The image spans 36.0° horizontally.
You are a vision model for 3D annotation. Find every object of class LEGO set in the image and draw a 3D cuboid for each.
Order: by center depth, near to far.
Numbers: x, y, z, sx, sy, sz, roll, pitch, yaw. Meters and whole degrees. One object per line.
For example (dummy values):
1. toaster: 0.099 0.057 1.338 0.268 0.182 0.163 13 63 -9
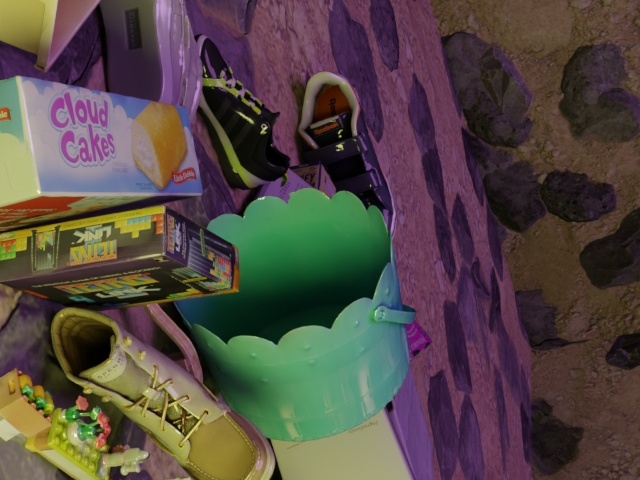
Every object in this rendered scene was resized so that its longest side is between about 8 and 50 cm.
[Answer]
1. LEGO set: -0.179 0.224 0.873 0.132 0.107 0.287 -52 129 -65

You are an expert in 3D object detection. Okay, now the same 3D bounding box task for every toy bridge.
1. toy bridge: -0.161 0.130 1.043 0.026 0.063 0.188 -52 130 -65

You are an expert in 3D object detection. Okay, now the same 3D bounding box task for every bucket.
1. bucket: -0.025 0.086 1.163 0.281 0.281 0.183 -76 155 -51

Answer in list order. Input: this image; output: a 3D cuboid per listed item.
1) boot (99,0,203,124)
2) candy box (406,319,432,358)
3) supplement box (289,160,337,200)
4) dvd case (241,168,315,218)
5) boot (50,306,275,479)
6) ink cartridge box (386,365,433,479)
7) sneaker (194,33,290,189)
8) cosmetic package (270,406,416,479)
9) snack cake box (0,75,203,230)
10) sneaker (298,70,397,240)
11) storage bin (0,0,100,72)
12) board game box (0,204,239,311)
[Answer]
1. boot: -0.192 -0.253 1.136 0.123 0.095 0.259 16 73 -76
2. candy box: 0.061 0.100 1.524 0.233 0.071 0.159 50 17 9
3. supplement box: -0.014 -0.067 1.578 0.083 0.056 0.083 57 29 -49
4. dvd case: 0.000 0.000 1.441 0.238 0.029 0.179 38 31 -11
5. boot: -0.148 0.148 0.906 0.077 0.213 0.165 -50 142 -9
6. ink cartridge box: 0.130 0.307 1.725 0.324 0.071 0.330 -70 144 -71
7. sneaker: -0.101 -0.175 1.320 0.084 0.097 0.235 -74 148 -53
8. cosmetic package: 0.051 0.330 1.202 0.366 0.155 0.197 -111 -179 -45
9. snack cake box: -0.227 -0.063 0.819 0.264 0.152 0.089 -9 88 -72
10. sneaker: 0.036 -0.134 1.661 0.127 0.126 0.321 31 41 -71
11. storage bin: -0.221 -0.332 0.829 0.262 0.123 0.260 -75 -173 -50
12. board game box: -0.179 0.021 0.885 0.141 0.170 0.048 33 51 -64
